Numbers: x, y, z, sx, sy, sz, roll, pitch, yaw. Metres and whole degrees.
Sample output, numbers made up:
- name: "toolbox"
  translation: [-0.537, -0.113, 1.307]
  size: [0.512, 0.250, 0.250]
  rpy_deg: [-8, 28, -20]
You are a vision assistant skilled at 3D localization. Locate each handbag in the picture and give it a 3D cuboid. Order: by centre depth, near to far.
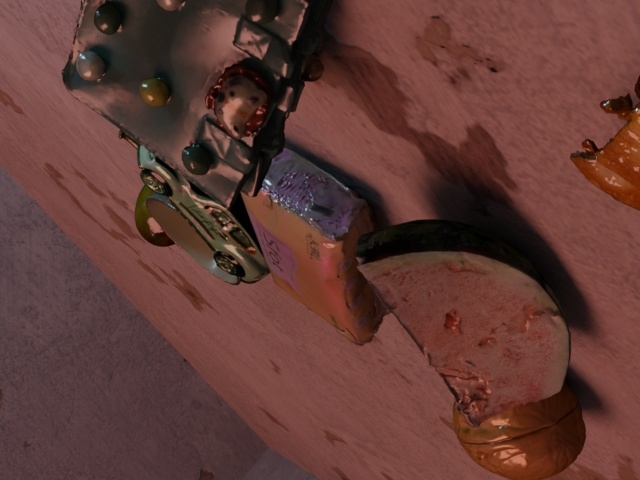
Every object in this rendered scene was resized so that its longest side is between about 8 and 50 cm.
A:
- name: "handbag"
  translation: [-0.143, -0.208, 1.215]
  size: [0.274, 0.100, 0.268]
  rpy_deg: [39, 124, 19]

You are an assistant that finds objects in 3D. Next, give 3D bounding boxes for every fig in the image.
- name: "fig"
  translation: [-0.306, -0.101, 2.120]
  size: [0.236, 0.124, 0.124]
  rpy_deg: [61, 168, 14]

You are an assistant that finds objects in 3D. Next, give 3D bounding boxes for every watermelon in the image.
- name: "watermelon"
  translation: [0.154, 0.069, 1.334]
  size: [0.224, 0.180, 0.305]
  rpy_deg: [4, 143, 47]

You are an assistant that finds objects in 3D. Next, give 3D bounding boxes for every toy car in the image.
- name: "toy car"
  translation: [-0.138, -0.071, 1.736]
  size: [0.125, 0.136, 0.306]
  rpy_deg: [0, 135, 51]

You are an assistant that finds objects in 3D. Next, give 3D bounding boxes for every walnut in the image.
- name: "walnut"
  translation: [0.265, 0.242, 1.569]
  size: [0.165, 0.165, 0.197]
  rpy_deg: [48, 160, -20]

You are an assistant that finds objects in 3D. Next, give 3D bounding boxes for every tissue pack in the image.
- name: "tissue pack"
  translation: [0.000, 0.000, 1.619]
  size: [0.215, 0.123, 0.256]
  rpy_deg: [33, 155, 33]

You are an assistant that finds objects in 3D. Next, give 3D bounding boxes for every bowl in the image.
- name: "bowl"
  translation: [-0.182, -0.035, 1.958]
  size: [0.211, 0.112, 0.211]
  rpy_deg: [38, 164, 13]

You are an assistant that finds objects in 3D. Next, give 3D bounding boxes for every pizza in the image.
- name: "pizza"
  translation: [0.273, -0.083, 0.882]
  size: [0.154, 0.069, 0.194]
  rpy_deg: [34, 155, 26]

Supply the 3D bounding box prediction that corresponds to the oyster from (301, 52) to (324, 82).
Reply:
- name: "oyster"
  translation: [-0.125, -0.238, 1.359]
  size: [0.361, 0.096, 0.221]
  rpy_deg: [36, 170, 28]
